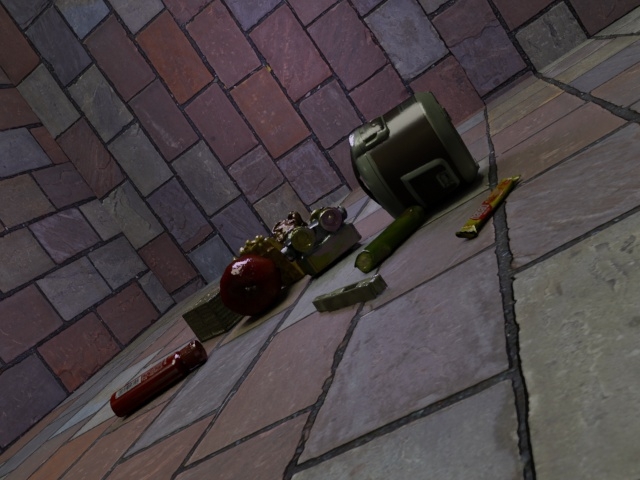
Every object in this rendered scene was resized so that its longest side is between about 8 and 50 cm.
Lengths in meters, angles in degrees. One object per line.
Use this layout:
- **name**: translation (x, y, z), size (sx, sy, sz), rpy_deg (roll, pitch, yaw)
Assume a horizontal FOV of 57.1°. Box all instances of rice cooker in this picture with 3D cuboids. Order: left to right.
- **rice cooker**: translation (0.261, -0.237, 1.738), size (0.325, 0.335, 0.335), rpy_deg (-31, 8, 18)

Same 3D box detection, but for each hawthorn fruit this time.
- **hawthorn fruit**: translation (-0.228, 0.152, 1.927), size (0.215, 0.215, 0.250), rpy_deg (-35, 11, -3)

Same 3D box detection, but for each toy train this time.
- **toy train**: translation (0.000, 0.000, 1.925), size (0.261, 0.177, 0.134), rpy_deg (-37, 7, -12)

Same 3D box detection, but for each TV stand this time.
- **TV stand**: translation (0.057, 0.128, 1.355), size (0.042, 0.036, 0.249), rpy_deg (-42, 10, -37)

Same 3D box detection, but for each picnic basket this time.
- **picnic basket**: translation (-0.371, 0.255, 2.124), size (0.196, 0.134, 0.154), rpy_deg (-29, 8, 45)

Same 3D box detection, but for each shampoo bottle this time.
- **shampoo bottle**: translation (-0.493, 0.419, 1.799), size (0.314, 0.076, 0.118), rpy_deg (-34, 6, 1)

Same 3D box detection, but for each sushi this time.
- **sushi**: translation (-0.104, 0.016, 2.201), size (0.213, 0.204, 0.200), rpy_deg (-43, 14, -21)

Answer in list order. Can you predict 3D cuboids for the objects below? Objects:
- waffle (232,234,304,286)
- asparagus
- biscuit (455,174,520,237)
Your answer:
- **waffle**: translation (-0.206, 0.095, 2.072), size (0.219, 0.229, 0.057), rpy_deg (-34, 25, 22)
- **asparagus**: translation (0.190, -0.009, 1.580), size (0.067, 0.060, 0.278), rpy_deg (-10, 24, 49)
- **biscuit**: translation (0.378, -0.078, 1.309), size (0.048, 0.026, 0.292), rpy_deg (-2, 28, 40)
